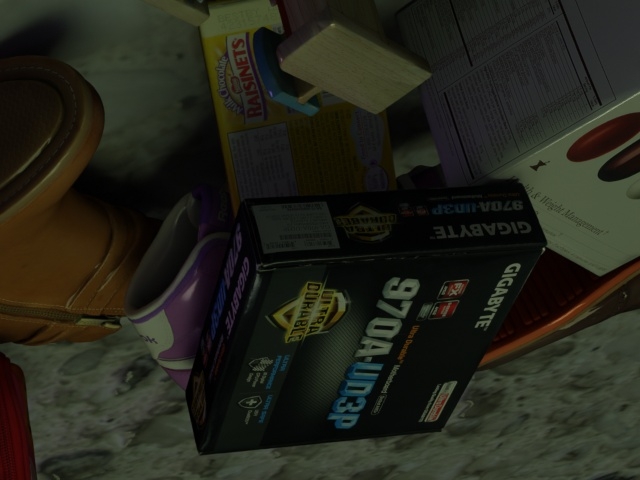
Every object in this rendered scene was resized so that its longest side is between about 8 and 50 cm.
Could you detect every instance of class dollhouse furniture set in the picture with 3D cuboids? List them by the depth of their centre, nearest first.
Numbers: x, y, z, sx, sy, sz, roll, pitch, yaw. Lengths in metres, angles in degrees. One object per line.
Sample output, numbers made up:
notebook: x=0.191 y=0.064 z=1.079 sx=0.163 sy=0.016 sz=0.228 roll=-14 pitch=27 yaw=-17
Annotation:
dollhouse furniture set: x=-0.056 y=-0.139 z=0.732 sx=0.129 sy=0.183 sz=0.129 roll=-34 pitch=146 yaw=30

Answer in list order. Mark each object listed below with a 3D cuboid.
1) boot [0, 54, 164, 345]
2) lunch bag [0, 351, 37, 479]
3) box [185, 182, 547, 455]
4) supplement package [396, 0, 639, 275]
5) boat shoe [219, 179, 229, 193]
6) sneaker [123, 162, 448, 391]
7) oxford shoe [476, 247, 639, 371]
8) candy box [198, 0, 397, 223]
boot: x=-0.170 y=-0.007 z=0.989 sx=0.220 sy=0.109 sz=0.283 roll=11 pitch=137 yaw=-44
lunch bag: x=-0.268 y=0.211 z=1.090 sx=0.120 sy=0.258 sz=0.293 roll=-6 pitch=178 yaw=-16
box: x=0.019 y=0.053 z=0.928 sx=0.175 sy=0.051 sz=0.220 roll=-3 pitch=145 yaw=-18
supplement package: x=0.196 y=-0.105 z=0.951 sx=0.203 sy=0.149 sz=0.194 roll=-31 pitch=147 yaw=28
boat shoe: x=-0.007 y=-0.015 z=1.106 sx=0.170 sy=0.063 sz=0.059 roll=24 pitch=136 yaw=-36
sneaker: x=0.000 y=0.001 z=1.007 sx=0.282 sy=0.102 sz=0.161 roll=-35 pitch=127 yaw=4
oxford shoe: x=0.210 y=0.030 z=1.094 sx=0.271 sy=0.097 sz=0.098 roll=-31 pitch=131 yaw=15
candy box: x=-0.009 y=-0.055 z=0.935 sx=0.105 sy=0.027 sz=0.206 roll=-11 pitch=109 yaw=-5
